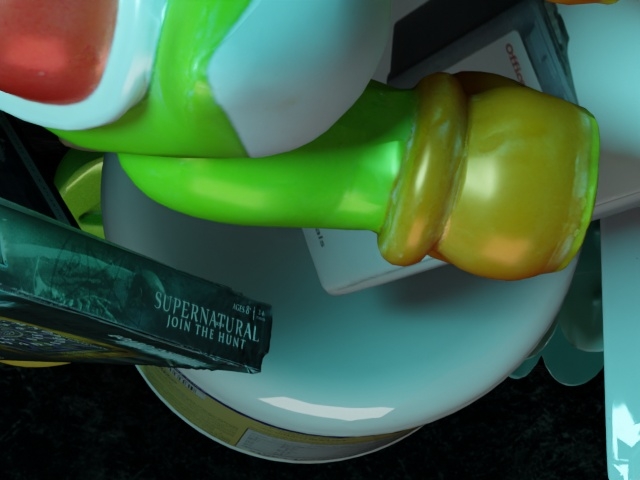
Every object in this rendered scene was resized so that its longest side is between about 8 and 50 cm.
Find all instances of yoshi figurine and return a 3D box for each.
[{"bbox_3d":[-0.102,-0.092,0.539,0.362,0.203,0.203,7,154,-13],"label":"yoshi figurine"}]

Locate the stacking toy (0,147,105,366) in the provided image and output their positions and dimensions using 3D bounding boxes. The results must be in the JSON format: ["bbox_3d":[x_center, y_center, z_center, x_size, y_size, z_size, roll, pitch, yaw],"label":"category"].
[{"bbox_3d":[-0.099,-0.032,1.395,0.309,0.130,0.279,1,144,-23],"label":"stacking toy"}]

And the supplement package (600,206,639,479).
[{"bbox_3d":[0.251,-0.007,0.944,0.204,0.261,0.145,-3,170,17],"label":"supplement package"}]

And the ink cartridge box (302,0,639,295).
[{"bbox_3d":[0.140,-0.086,0.714,0.226,0.131,0.306,-18,178,-29],"label":"ink cartridge box"}]

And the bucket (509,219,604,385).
[{"bbox_3d":[0.244,-0.009,1.163,0.281,0.183,0.281,1,170,0],"label":"bucket"}]

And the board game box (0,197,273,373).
[{"bbox_3d":[-0.115,0.010,0.557,0.126,0.026,0.186,0,167,30],"label":"board game box"}]

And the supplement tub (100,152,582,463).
[{"bbox_3d":[0.000,0.000,1.045,0.241,0.241,0.331,1,170,-5],"label":"supplement tub"}]

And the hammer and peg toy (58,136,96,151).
[{"bbox_3d":[-0.142,-0.111,0.735,0.361,0.127,0.266,-2,170,8],"label":"hammer and peg toy"}]

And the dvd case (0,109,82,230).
[{"bbox_3d":[-0.214,-0.057,0.972,0.018,0.164,0.221,-40,159,16],"label":"dvd case"}]
